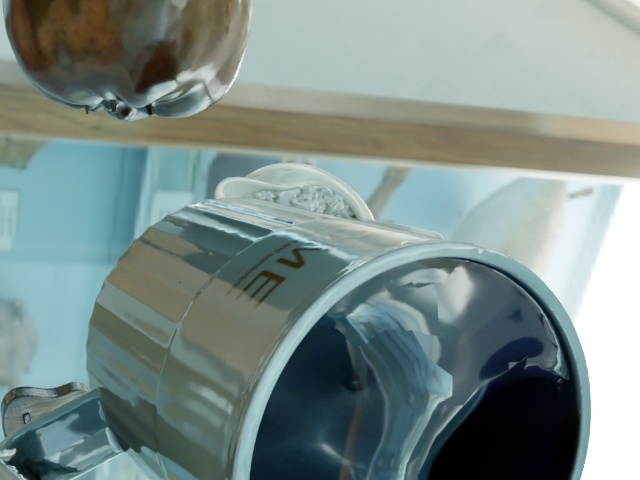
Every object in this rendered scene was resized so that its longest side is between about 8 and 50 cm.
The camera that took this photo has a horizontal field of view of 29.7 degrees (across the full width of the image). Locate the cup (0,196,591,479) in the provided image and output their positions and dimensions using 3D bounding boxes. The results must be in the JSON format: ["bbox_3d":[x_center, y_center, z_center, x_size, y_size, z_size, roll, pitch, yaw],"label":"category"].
[{"bbox_3d":[-0.028,0.133,0.857,0.331,0.257,0.311,-54,-152,-10],"label":"cup"}]

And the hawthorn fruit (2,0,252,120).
[{"bbox_3d":[-0.158,-0.221,0.981,0.208,0.208,0.248,163,-72,-68],"label":"hawthorn fruit"}]

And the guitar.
[{"bbox_3d":[-0.282,0.213,1.591,0.038,0.271,0.084,-127,-151,-62],"label":"guitar"}]

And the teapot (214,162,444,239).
[{"bbox_3d":[0.000,0.000,1.460,0.166,0.300,0.208,116,-27,-47],"label":"teapot"}]
